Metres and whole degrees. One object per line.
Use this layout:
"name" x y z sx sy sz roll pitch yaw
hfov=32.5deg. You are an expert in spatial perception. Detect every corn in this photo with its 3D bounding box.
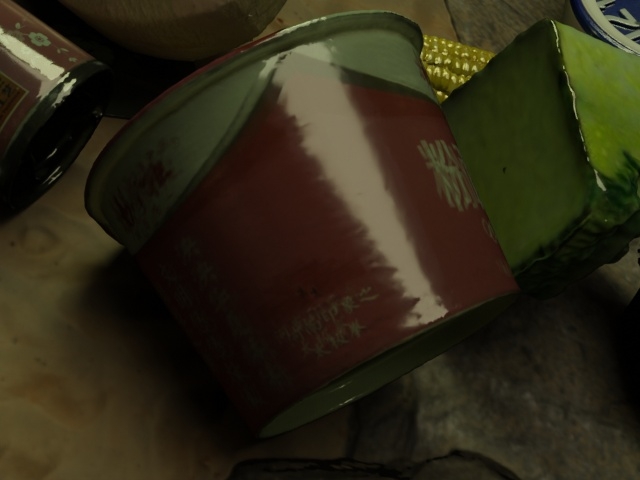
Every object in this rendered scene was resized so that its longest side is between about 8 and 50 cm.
"corn" 0.152 -0.111 0.939 0.244 0.093 0.093 11 48 -19

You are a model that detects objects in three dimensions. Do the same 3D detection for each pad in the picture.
"pad" -0.162 -0.164 0.863 0.127 0.004 0.190 4 50 -28

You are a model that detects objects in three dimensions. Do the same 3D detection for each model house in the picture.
"model house" 0.196 -0.029 0.821 0.211 0.194 0.170 9 56 -33

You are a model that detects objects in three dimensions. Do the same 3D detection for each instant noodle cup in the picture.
"instant noodle cup" 0.000 0.000 0.666 0.235 0.235 0.178 -18 73 -40

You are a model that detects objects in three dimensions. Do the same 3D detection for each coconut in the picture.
"coconut" -0.115 -0.244 0.777 0.224 0.224 0.234 49 7 16

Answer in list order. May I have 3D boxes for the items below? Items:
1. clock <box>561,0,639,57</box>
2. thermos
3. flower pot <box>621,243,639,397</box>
"clock" 0.365 -0.230 1.123 0.231 0.083 0.230 -1 58 1
"thermos" -0.291 -0.165 0.709 0.330 0.109 0.136 35 43 2
"flower pot" 0.345 0.099 0.873 0.251 0.084 0.178 15 47 -18
